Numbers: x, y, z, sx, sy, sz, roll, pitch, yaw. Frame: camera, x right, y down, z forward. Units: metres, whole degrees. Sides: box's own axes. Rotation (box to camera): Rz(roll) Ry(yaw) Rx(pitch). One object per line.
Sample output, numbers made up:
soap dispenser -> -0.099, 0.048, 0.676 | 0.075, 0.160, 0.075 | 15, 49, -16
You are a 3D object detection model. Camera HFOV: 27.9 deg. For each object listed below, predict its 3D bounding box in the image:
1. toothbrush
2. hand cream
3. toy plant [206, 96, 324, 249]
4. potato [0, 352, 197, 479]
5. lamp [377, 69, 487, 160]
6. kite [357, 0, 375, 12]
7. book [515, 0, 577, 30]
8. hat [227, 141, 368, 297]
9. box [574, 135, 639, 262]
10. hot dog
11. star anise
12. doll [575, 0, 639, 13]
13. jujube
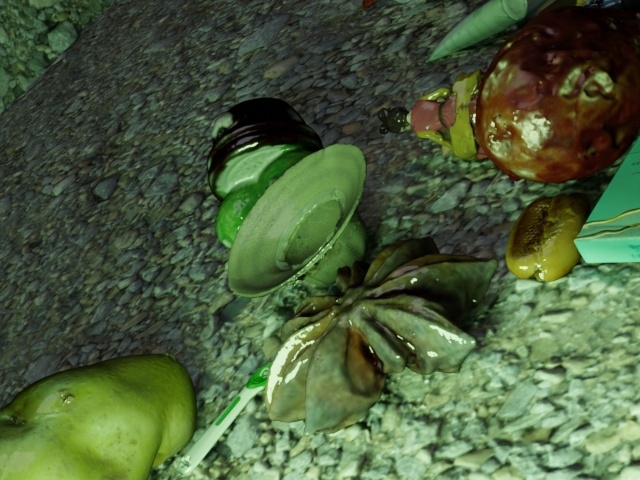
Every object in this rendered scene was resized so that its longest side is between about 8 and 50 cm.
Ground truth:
toothbrush -> -0.070, 0.174, 1.591 | 0.304, 0.030, 0.030 | -49, 29, -16
hand cream -> 0.238, -0.328, 1.983 | 0.078, 0.050, 0.205 | -55, 18, -28
toy plant -> -0.067, -0.091, 1.872 | 0.218, 0.175, 0.235 | -32, 54, 25
potato -> -0.292, 0.254, 1.549 | 0.351, 0.202, 0.218 | -41, 12, -38
lamp -> 0.193, -0.161, 1.717 | 0.253, 0.118, 0.118 | -8, 39, 50
kite -> 0.130, -0.508, 2.457 | 0.222, 0.008, 0.125 | -41, 27, -8
book -> 0.376, -0.390, 1.949 | 0.201, 0.026, 0.289 | -33, 27, 14
hat -> 0.000, 0.000, 1.682 | 0.252, 0.110, 0.252 | -37, 29, 25
box -> 0.393, -0.067, 1.392 | 0.162, 0.041, 0.229 | -4, 41, 49
hot dog -> 0.260, -0.007, 1.447 | 0.090, 0.060, 0.140 | -13, 42, 33
star anise -> 0.062, 0.106, 1.448 | 0.315, 0.108, 0.315 | -25, 30, 16
doll -> 0.450, -0.327, 1.633 | 0.177, 0.141, 0.314 | -27, 17, -21
jujube -> 0.299, -0.175, 1.522 | 0.197, 0.197, 0.290 | -6, 24, 46
